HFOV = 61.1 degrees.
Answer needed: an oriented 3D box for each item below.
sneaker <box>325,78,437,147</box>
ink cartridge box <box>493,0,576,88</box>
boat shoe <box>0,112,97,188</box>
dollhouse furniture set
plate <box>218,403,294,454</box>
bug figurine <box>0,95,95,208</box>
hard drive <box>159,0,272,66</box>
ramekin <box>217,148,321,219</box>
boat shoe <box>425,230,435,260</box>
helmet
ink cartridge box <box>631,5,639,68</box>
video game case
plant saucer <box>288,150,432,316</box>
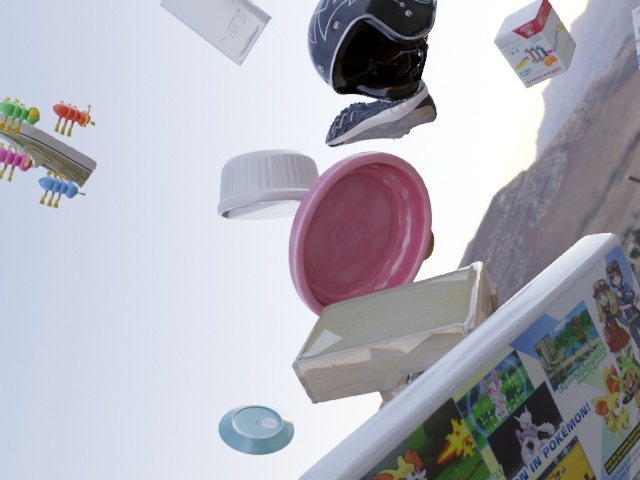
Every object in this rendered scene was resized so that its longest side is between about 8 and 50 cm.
[{"bbox_3d":[0.121,-0.246,1.154,0.108,0.271,0.100,42,-131,-35],"label":"sneaker"},{"bbox_3d":[0.580,-0.530,1.462,0.128,0.176,0.127,-17,36,51],"label":"ink cartridge box"},{"bbox_3d":[-0.746,-0.237,1.443,0.302,0.109,0.094,30,-103,-39],"label":"boat shoe"},{"bbox_3d":[0.175,0.266,0.785,0.394,0.256,0.362,64,-153,-15],"label":"dollhouse furniture set"},{"bbox_3d":[-0.155,0.453,1.330,0.188,0.188,0.024,-30,-49,-61],"label":"plate"},{"bbox_3d":[-0.652,-0.227,1.279,0.216,0.072,0.279,13,-109,-36],"label":"bug figurine"},{"bbox_3d":[-0.339,-0.740,1.750,0.210,0.319,0.040,-41,19,44],"label":"hard drive"},{"bbox_3d":[-0.119,-0.132,1.313,0.273,0.273,0.127,8,-105,-71],"label":"ramekin"},{"bbox_3d":[0.245,-0.053,1.494,0.096,0.098,0.277,-106,-6,-49],"label":"boat shoe"},{"bbox_3d":[0.065,-0.275,0.726,0.169,0.161,0.169,10,-90,-85],"label":"helmet"},{"bbox_3d":[0.639,-0.390,1.006,0.088,0.052,0.122,160,109,-65],"label":"ink cartridge box"},{"bbox_3d":[0.180,0.200,0.411,0.329,0.300,0.036,-31,9,-26],"label":"video game case"},{"bbox_3d":[0.070,-0.007,1.025,0.332,0.084,0.332,-14,-65,-33],"label":"plant saucer"}]
